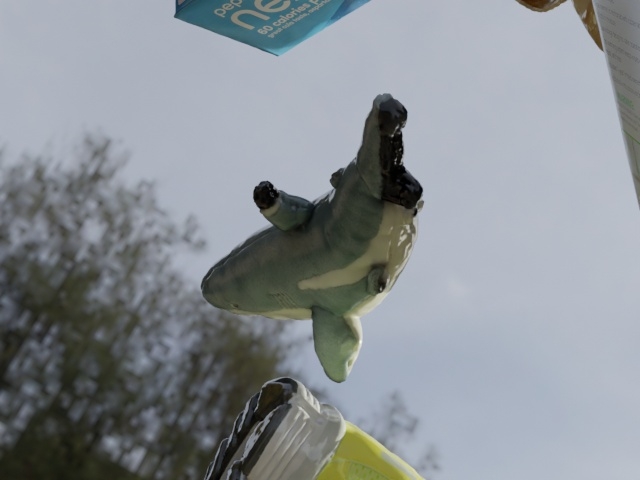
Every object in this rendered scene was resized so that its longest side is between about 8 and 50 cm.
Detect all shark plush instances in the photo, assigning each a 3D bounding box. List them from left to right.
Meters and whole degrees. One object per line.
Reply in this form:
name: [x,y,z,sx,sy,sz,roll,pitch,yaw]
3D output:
shark plush: [0.000,0.000,0.710,0.067,0.073,0.161,22,-19,-6]

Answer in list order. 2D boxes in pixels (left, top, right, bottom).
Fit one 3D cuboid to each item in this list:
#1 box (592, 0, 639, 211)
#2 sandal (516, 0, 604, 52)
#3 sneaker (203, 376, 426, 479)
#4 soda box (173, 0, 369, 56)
box: [0.195,-0.040,0.691,0.127,0.262,0.231,-15,-76,-2]
sandal: [0.183,-0.224,1.521,0.079,0.240,0.088,-5,-57,-13]
sneaker: [-0.023,0.154,0.724,0.094,0.081,0.208,25,-59,-10]
soda box: [0.021,-0.165,0.876,0.071,0.067,0.210,18,-31,-38]
